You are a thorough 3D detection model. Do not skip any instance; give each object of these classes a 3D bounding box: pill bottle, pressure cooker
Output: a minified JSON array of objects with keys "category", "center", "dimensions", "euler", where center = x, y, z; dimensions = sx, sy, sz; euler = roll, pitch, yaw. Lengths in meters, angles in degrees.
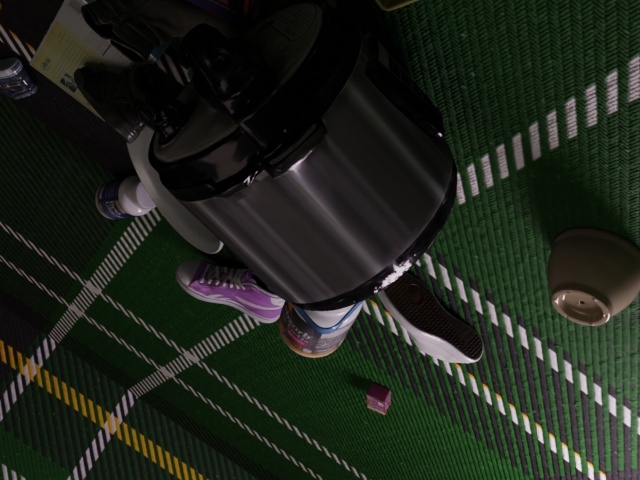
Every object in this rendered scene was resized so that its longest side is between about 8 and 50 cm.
[{"category":"pill bottle","center":[-0.442,-0.101,2.041],"dimensions":[0.169,0.094,0.094],"euler":[-6,135,47]},{"category":"pill bottle","center":[0.004,0.139,1.924],"dimensions":[0.162,0.162,0.278],"euler":[29,151,5]},{"category":"pressure cooker","center":[-0.044,-0.144,1.294],"dimensions":[0.370,0.375,0.420],"euler":[-15,130,43]}]

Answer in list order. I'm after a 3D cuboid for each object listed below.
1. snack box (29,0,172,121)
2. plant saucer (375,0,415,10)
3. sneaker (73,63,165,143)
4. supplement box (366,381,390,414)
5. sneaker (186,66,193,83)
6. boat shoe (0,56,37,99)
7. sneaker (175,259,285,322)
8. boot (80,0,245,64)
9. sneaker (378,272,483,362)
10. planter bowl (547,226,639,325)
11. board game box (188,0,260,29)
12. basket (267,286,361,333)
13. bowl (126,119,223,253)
[{"category":"snack box","center":[-0.422,-0.354,1.661],"dimensions":[0.187,0.060,0.322],"euler":[38,150,-17]},{"category":"plant saucer","center":[0.104,-0.398,1.112],"dimensions":[0.188,0.045,0.188],"euler":[-6,134,49]},{"category":"sneaker","center":[-0.359,-0.275,1.597],"dimensions":[0.227,0.130,0.087],"euler":[40,172,42]},{"category":"supplement box","center":[0.155,0.421,2.345],"dimensions":[0.055,0.043,0.083],"euler":[22,151,18]},{"category":"sneaker","center":[-0.167,-0.261,1.584],"dimensions":[0.076,0.065,0.166],"euler":[-23,126,37]},{"category":"boat shoe","center":[-0.704,-0.351,1.930],"dimensions":[0.183,0.065,0.083],"euler":[7,142,35]},{"category":"sneaker","center":[-0.211,0.089,2.130],"dimensions":[0.282,0.102,0.161],"euler":[20,148,-1]},{"category":"boot","center":[-0.249,-0.336,1.423],"dimensions":[0.246,0.161,0.083],"euler":[33,152,-3]},{"category":"sneaker","center":[0.202,0.173,1.846],"dimensions":[0.290,0.106,0.123],"euler":[41,147,-20]},{"category":"planter bowl","center":[0.446,0.072,1.455],"dimensions":[0.162,0.109,0.162],"euler":[23,151,14]},{"category":"board game box","center":[-0.171,-0.417,1.341],"dimensions":[0.170,0.048,0.141],"euler":[28,150,7]},{"category":"basket","center":[0.000,0.000,1.632],"dimensions":[0.289,0.255,0.201],"euler":[43,154,18]},{"category":"bowl","center":[-0.239,-0.132,1.720],"dimensions":[0.298,0.134,0.298],"euler":[42,154,26]}]
